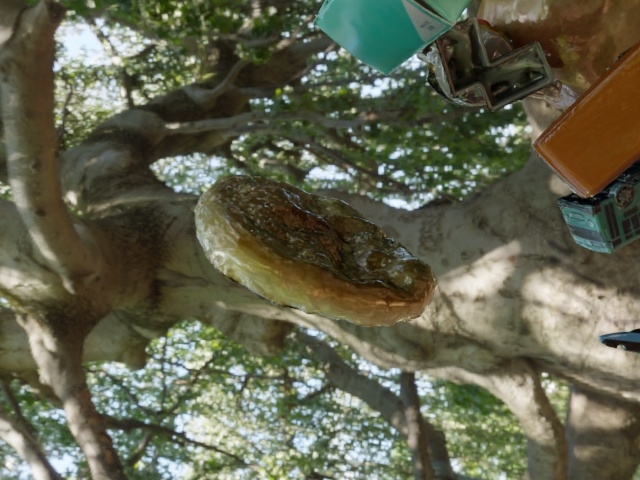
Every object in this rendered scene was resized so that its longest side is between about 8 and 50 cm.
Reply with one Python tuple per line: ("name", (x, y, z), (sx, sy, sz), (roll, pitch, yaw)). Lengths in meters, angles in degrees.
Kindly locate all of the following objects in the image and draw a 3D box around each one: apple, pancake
("apple", (0.463, -0.422, 1.201), (0.304, 0.339, 0.338), (-59, -28, 4))
("pancake", (-0.001, 0.000, 0.955), (0.387, 0.387, 0.082), (-18, -43, -62))

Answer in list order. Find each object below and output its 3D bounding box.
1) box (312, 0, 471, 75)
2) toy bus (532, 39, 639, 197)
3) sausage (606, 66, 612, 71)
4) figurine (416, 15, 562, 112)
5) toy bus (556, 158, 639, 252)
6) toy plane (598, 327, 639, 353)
("box", (0.144, -0.343, 0.699), (0.311, 0.118, 0.205), (-53, 8, -8))
("toy bus", (0.361, -0.195, 0.582), (0.093, 0.408, 0.092), (47, -146, 9))
("sausage", (0.464, -0.191, 0.846), (0.025, 0.199, 0.028), (106, -178, -65))
("figurine", (0.250, -0.292, 1.079), (0.143, 0.308, 0.308), (-51, -24, 13))
("toy bus", (0.403, -0.048, 0.860), (0.091, 0.160, 0.079), (68, 168, -17))
("toy plane", (0.493, 0.157, 0.866), (0.169, 0.247, 0.078), (90, -178, -80))
